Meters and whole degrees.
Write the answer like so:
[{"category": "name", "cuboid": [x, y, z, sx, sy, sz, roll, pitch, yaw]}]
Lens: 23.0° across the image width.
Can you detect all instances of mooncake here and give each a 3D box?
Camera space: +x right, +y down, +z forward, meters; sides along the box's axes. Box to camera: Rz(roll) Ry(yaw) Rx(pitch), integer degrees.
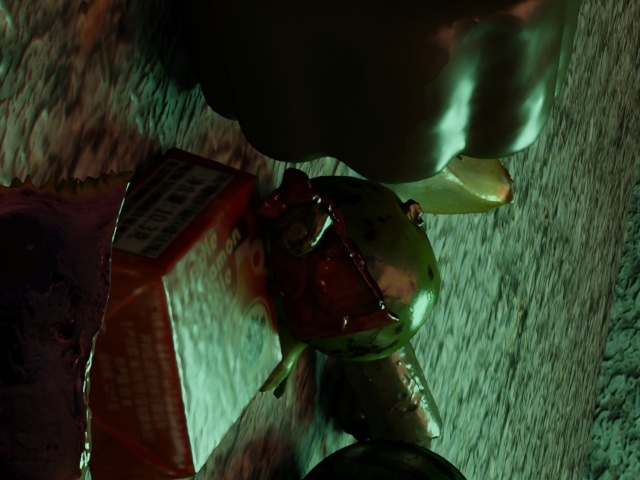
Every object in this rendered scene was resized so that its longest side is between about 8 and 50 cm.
[{"category": "mooncake", "cuboid": [0.060, -0.209, 1.473, 0.378, 0.378, 0.200, -60, 153, -47]}]

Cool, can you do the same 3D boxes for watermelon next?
[{"category": "watermelon", "cuboid": [0.068, 0.363, 1.787, 0.269, 0.269, 0.269, 5, 90, -69]}]

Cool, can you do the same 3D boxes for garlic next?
[{"category": "garlic", "cuboid": [0.149, -0.103, 1.999, 0.245, 0.164, 0.145, 21, 92, -63]}]

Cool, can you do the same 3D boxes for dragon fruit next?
[{"category": "dragon fruit", "cuboid": [0.015, 0.005, 1.458, 0.122, 0.092, 0.192, -55, 139, -32]}]

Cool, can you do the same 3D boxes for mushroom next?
[{"category": "mushroom", "cuboid": [0.063, 0.204, 1.968, 0.135, 0.080, 0.170, 45, 58, -46]}]

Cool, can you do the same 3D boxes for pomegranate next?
[{"category": "pomegranate", "cuboid": [0.007, 0.048, 1.665, 0.263, 0.211, 0.211, -44, 160, 9]}]

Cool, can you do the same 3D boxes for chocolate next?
[{"category": "chocolate", "cuboid": [-0.129, 0.068, 1.401, 0.237, 0.108, 0.234, -48, 137, -55]}]

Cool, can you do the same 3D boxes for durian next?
[{"category": "durian", "cuboid": [-0.226, 0.092, 1.137, 0.186, 0.154, 0.260, 103, -6, -71]}]

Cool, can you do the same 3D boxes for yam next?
[{"category": "yam", "cuboid": [0.067, 0.138, 1.855, 0.259, 0.093, 0.093, 66, 31, -20]}]

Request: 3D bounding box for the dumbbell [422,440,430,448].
[{"category": "dumbbell", "cuboid": [0.079, 0.303, 2.022, 0.082, 0.092, 0.231, 117, -3, -50]}]
